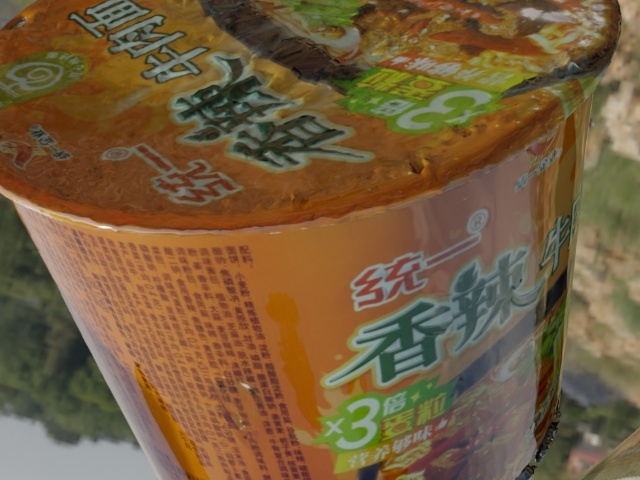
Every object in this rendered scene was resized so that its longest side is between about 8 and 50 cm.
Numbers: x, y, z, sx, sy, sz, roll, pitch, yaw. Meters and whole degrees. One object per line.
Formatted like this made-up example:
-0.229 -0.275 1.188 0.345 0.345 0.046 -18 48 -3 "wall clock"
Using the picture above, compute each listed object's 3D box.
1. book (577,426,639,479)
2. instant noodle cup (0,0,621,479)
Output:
0.234 0.053 0.678 0.018 0.241 0.170 52 169 9 "book"
0.000 0.000 0.516 0.230 0.230 0.182 11 130 29 "instant noodle cup"
